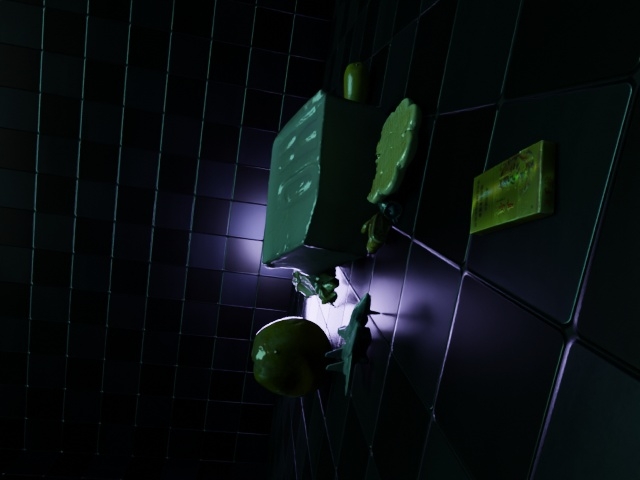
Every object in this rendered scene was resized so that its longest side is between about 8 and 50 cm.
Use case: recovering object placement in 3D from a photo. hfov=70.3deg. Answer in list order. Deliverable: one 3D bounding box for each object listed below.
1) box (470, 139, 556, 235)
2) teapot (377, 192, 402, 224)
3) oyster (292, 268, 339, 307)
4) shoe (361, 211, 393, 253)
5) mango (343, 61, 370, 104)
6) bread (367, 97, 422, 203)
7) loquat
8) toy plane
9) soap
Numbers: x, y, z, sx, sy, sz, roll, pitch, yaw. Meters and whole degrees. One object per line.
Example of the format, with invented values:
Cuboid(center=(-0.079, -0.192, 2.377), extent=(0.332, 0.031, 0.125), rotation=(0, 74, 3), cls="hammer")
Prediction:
Cuboid(center=(0.241, -0.060, 0.583), extent=(0.156, 0.022, 0.089), rotation=(144, 132, -78), cls="box")
Cuboid(center=(0.158, -0.078, 1.060), extent=(0.083, 0.049, 0.064), rotation=(-98, 18, -60), cls="teapot")
Cuboid(center=(-0.012, 0.149, 1.680), extent=(0.198, 0.133, 0.337), rotation=(-55, 29, 8), cls="oyster")
Cuboid(center=(0.135, -0.022, 1.089), extent=(0.069, 0.072, 0.109), rotation=(114, 163, -45), cls="shoe")
Cuboid(center=(0.120, -0.504, 1.552), extent=(0.130, 0.091, 0.195), rotation=(-97, 12, -53), cls="mango")
Cuboid(center=(0.172, -0.206, 1.017), extent=(0.182, 0.038, 0.251), rotation=(140, 147, -60), cls="bread")
Cuboid(center=(-0.102, 0.405, 1.600), extent=(0.276, 0.283, 0.276), rotation=(-176, 90, -77), cls="loquat")
Cuboid(center=(0.095, 0.231, 1.131), extent=(0.212, 0.088, 0.267), rotation=(-96, 24, -54), cls="toy plane")
Cuboid(center=(0.000, -0.144, 1.292), extent=(0.350, 0.212, 0.436), rotation=(-20, 62, 53), cls="soap")
